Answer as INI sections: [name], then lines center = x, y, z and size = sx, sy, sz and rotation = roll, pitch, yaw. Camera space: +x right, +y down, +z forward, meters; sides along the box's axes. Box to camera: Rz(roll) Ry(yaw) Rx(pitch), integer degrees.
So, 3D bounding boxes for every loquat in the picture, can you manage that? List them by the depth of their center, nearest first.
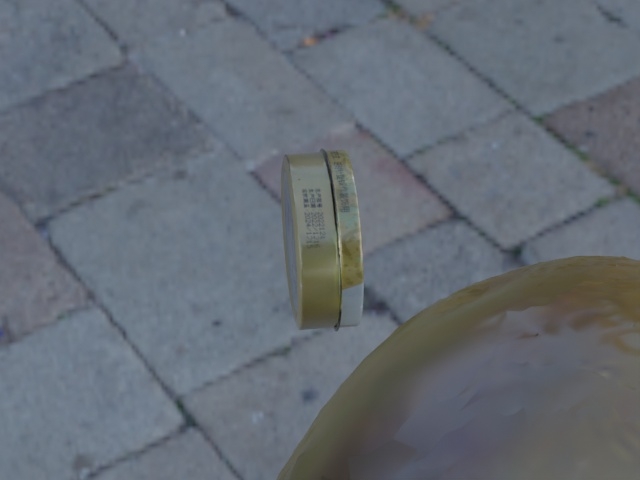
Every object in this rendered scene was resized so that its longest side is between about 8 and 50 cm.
[loquat]
center = 0.101, 0.148, 0.498
size = 0.276, 0.276, 0.283
rotation = 12, 72, 15

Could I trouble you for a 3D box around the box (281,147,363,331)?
[box]
center = 0.000, 0.000, 0.918
size = 0.037, 0.105, 0.105
rotation = -4, 41, -5
